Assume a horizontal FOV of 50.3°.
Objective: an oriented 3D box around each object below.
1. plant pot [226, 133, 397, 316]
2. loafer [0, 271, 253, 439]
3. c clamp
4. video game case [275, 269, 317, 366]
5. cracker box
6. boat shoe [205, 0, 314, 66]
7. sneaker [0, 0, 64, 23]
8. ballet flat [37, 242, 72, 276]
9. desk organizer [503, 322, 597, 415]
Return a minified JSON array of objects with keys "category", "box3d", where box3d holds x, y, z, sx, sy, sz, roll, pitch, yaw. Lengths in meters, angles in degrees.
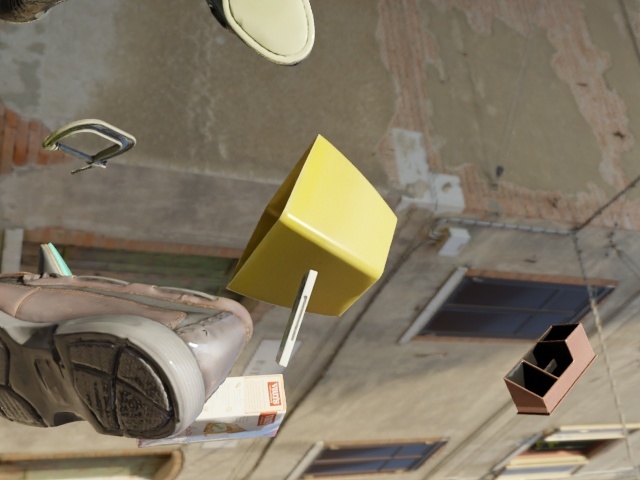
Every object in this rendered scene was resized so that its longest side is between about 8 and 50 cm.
[{"category":"plant pot","box3d":[0.000,0.000,1.108,0.212,0.187,0.212,-48,-165,44]},{"category":"loafer","box3d":[-0.182,0.074,0.503,0.302,0.095,0.109,2,-67,33]},{"category":"c clamp","box3d":[-0.350,-0.135,1.011,0.161,0.137,0.022,41,33,-75]},{"category":"video game case","box3d":[-0.032,0.099,0.870,0.087,0.011,0.122,133,-24,-80]},{"category":"cracker box","box3d":[-0.180,0.276,1.093,0.155,0.232,0.067,108,-23,-59]},{"category":"boat shoe","box3d":[-0.115,-0.384,1.081,0.340,0.127,0.113,48,-6,19]},{"category":"sneaker","box3d":[-0.396,-0.342,0.901,0.217,0.121,0.079,-9,-75,29]},{"category":"ballet flat","box3d":[-0.307,0.102,0.845,0.203,0.074,0.074,59,-20,-15]},{"category":"desk organizer","box3d":[0.279,0.154,0.827,0.047,0.130,0.050,-15,-76,51]}]
